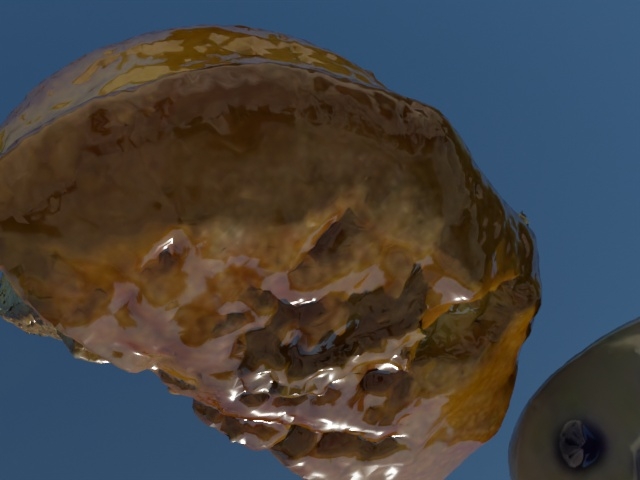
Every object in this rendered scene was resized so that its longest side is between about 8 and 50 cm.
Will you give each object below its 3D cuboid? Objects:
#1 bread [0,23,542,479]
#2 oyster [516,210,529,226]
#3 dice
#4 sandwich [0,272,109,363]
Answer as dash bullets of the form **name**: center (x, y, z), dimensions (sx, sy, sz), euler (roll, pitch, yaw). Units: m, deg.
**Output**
- **bread**: center (0.000, 0.000, 0.431), dimensions (0.340, 0.179, 0.194), euler (41, -171, -34)
- **oyster**: center (0.193, -0.014, 0.853), dimensions (0.034, 0.093, 0.051), euler (-45, -68, -13)
- **dice**: center (0.250, 0.165, 0.497), dimensions (0.193, 0.192, 0.194), euler (32, -157, -44)
- **sandwich**: center (-0.260, 0.012, 0.882), dimensions (0.087, 0.251, 0.226), euler (39, -111, -37)
